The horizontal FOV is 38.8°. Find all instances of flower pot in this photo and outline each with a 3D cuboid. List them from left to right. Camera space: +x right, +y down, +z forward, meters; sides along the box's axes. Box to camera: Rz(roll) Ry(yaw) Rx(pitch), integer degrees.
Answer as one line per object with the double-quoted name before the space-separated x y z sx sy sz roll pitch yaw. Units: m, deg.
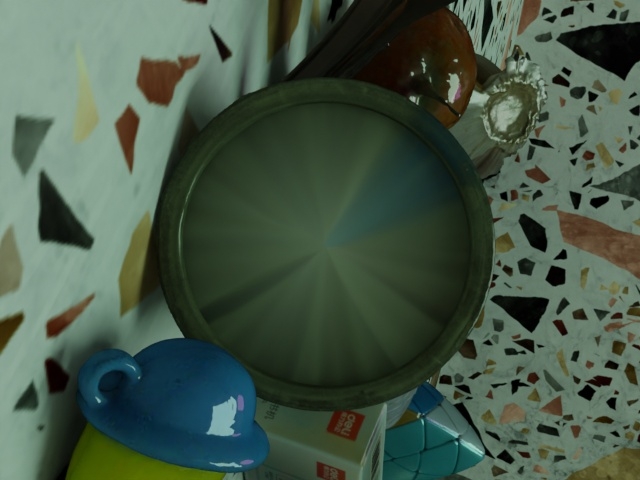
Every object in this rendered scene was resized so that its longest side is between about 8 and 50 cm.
"flower pot" 0.000 0.000 0.658 0.202 0.212 0.212 -128 -128 -87

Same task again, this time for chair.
"chair" 0.031 -0.223 0.667 0.326 0.183 0.175 -32 -170 28

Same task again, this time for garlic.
"garlic" 0.198 -0.214 1.194 0.207 0.207 0.256 56 43 -73

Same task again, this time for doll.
"doll" -0.091 0.217 0.573 0.199 0.145 0.363 -27 124 -27

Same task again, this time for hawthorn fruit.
"hawthorn fruit" 0.073 -0.158 0.828 0.189 0.149 0.149 2 102 -82

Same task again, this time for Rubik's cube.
"Rubik's cube" 0.181 0.345 1.654 0.254 0.254 0.254 14 90 -77

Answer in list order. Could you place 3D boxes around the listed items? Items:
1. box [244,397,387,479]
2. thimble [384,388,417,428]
"box" -0.008 0.250 0.958 0.269 0.135 0.079 88 24 -47
"thimble" 0.040 0.121 0.972 0.118 0.127 0.151 98 -17 -54
